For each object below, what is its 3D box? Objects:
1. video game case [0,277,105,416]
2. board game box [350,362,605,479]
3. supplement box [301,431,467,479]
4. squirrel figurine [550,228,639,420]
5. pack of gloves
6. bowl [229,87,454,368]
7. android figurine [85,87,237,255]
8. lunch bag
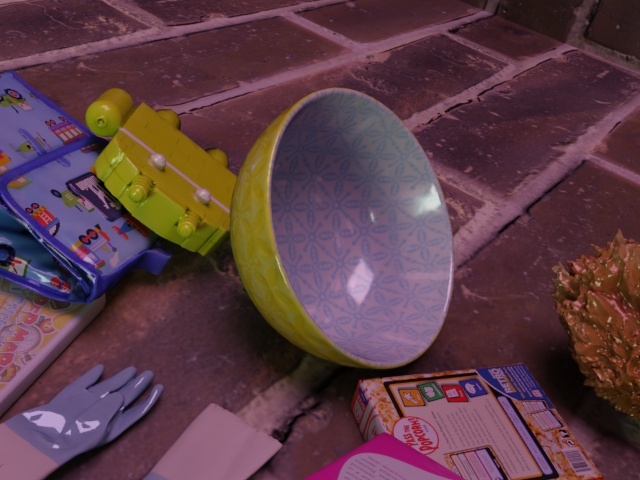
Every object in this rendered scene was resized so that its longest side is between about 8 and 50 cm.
[{"bbox_3d":[-0.351,0.082,0.669,0.206,0.026,0.227,20,34,8],"label":"video game case"},{"bbox_3d":[0.144,0.190,0.681,0.193,0.045,0.147,-1,37,-21],"label":"board game box"},{"bbox_3d":[0.024,0.220,0.463,0.111,0.114,0.220,26,14,27],"label":"supplement box"},{"bbox_3d":[0.419,0.147,0.713,0.396,0.281,0.370,23,43,36],"label":"squirrel figurine"},{"bbox_3d":[-0.176,0.193,0.578,0.195,0.046,0.232,23,28,23],"label":"pack of gloves"},{"bbox_3d":[0.000,0.000,0.774,0.156,0.290,0.289,-16,11,42],"label":"bowl"},{"bbox_3d":[-0.170,-0.079,0.854,0.248,0.056,0.273,39,16,-16],"label":"android figurine"},{"bbox_3d":[-0.298,-0.041,0.780,0.293,0.138,0.221,31,22,-1],"label":"lunch bag"}]
